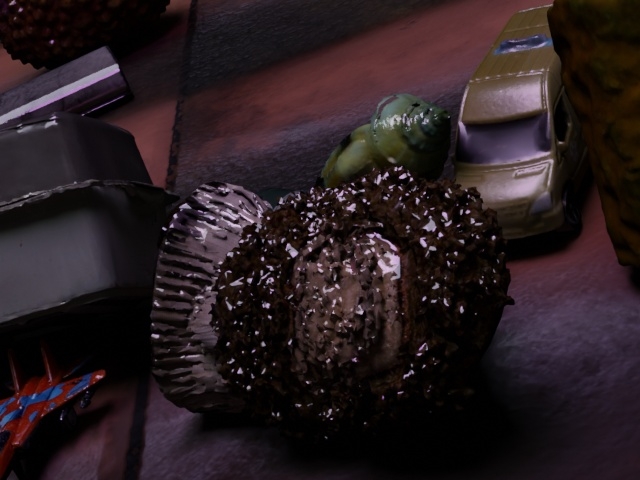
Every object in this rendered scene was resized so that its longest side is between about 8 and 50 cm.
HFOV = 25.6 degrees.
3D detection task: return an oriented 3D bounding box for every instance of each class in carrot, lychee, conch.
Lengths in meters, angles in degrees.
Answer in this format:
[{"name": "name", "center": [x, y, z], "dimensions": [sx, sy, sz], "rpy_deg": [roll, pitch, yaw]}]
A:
[{"name": "carrot", "center": [0.291, -0.139, 1.004], "dimensions": [0.241, 0.341, 0.241], "rpy_deg": [-14, 11, 3]}, {"name": "lychee", "center": [-0.339, -0.353, 1.936], "dimensions": [0.271, 0.271, 0.271], "rpy_deg": [-17, 27, 9]}, {"name": "conch", "center": [0.055, -0.071, 1.199], "dimensions": [0.095, 0.080, 0.201], "rpy_deg": [0, -29, -38]}]

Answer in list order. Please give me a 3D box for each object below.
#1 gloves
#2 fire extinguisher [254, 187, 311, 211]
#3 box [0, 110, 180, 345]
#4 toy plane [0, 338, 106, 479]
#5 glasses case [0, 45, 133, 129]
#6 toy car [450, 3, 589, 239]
[{"name": "gloves", "center": [0.012, 0.041, 0.996], "dimensions": [0.312, 0.135, 0.210], "rpy_deg": [8, 73, 42]}, {"name": "fire extinguisher", "center": [0.000, 0.000, 1.176], "dimensions": [0.294, 0.093, 0.118], "rpy_deg": [5, 5, 42]}, {"name": "box", "center": [-0.277, 0.003, 1.232], "dimensions": [0.290, 0.166, 0.220], "rpy_deg": [-16, -5, 11]}, {"name": "toy plane", "center": [-0.235, 0.151, 1.116], "dimensions": [0.130, 0.061, 0.189], "rpy_deg": [-15, 32, 12]}, {"name": "glasses case", "center": [-0.390, -0.156, 1.787], "dimensions": [0.299, 0.060, 0.114], "rpy_deg": [-26, 30, -8]}, {"name": "toy car", "center": [0.180, -0.105, 1.200], "dimensions": [0.101, 0.124, 0.257], "rpy_deg": [-6, 30, 30]}]
